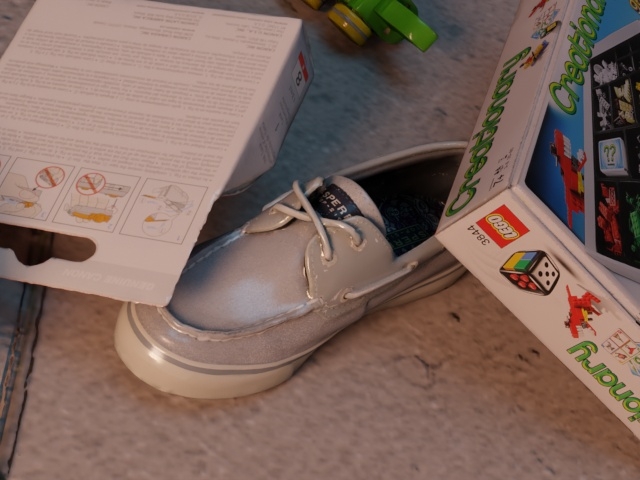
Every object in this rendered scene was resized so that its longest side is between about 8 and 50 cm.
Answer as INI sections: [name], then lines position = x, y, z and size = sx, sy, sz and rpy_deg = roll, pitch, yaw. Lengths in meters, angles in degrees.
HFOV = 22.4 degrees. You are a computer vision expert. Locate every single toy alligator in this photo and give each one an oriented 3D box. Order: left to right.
[toy alligator]
position = 0.004, -0.168, 0.973
size = 0.190, 0.056, 0.051
rpy_deg = 42, 1, 22

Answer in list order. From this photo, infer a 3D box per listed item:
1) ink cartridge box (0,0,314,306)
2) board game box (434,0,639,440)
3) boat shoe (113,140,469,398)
[ink cartridge box]
position = -0.097, -0.039, 0.758
size = 0.145, 0.045, 0.179
rpy_deg = 9, 55, 18
[board game box]
position = 0.172, -0.037, 0.853
size = 0.193, 0.053, 0.305
rpy_deg = 44, 37, -15
[boat shoe]
position = 0.001, 0.001, 0.759
size = 0.227, 0.081, 0.079
rpy_deg = -23, 59, -42
